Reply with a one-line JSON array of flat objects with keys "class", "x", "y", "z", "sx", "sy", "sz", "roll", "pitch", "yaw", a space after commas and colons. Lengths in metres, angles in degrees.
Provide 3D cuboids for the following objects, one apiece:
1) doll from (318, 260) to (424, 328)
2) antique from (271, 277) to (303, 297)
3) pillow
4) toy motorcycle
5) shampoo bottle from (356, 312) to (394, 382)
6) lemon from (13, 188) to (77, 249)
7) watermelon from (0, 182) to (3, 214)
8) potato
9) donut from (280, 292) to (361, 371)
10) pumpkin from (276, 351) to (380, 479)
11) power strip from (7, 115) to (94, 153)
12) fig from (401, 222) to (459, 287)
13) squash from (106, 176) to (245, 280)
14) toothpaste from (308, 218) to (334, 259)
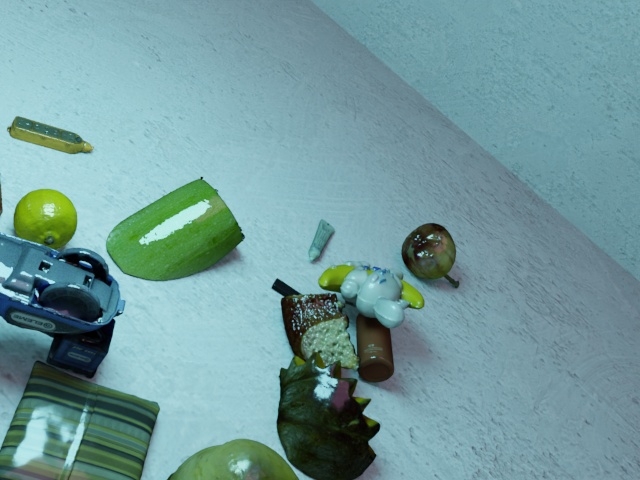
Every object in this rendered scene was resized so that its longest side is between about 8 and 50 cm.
[{"class": "doll", "x": 0.122, "y": 0.111, "z": 1.395, "sx": 0.237, "sy": 0.111, "sz": 0.252, "roll": 25, "pitch": 15, "yaw": 25}, {"class": "antique", "x": -0.027, "y": 0.149, "z": 1.422, "sx": 0.192, "sy": 0.015, "sz": 0.031, "roll": 34, "pitch": 32, "yaw": -6}, {"class": "pillow", "x": -0.351, "y": 0.295, "z": 0.906, "sx": 0.208, "sy": 0.052, "sz": 0.212, "roll": 28, "pitch": 35, "yaw": -21}, {"class": "toy motorcycle", "x": -0.474, "y": 0.079, "z": 0.926, "sx": 0.358, "sy": 0.212, "sz": 0.125, "roll": 26, "pitch": 32, "yaw": -24}, {"class": "shampoo bottle", "x": 0.123, "y": 0.212, "z": 1.429, "sx": 0.085, "sy": 0.085, "sz": 0.244, "roll": 27, "pitch": 32, "yaw": -16}, {"class": "lemon", "x": -0.498, "y": -0.036, "z": 1.122, "sx": 0.109, "sy": 0.109, "sz": 0.133, "roll": 6, "pitch": 36, "yaw": -39}, {"class": "watermelon", "x": -0.605, "y": -0.052, "z": 1.095, "sx": 0.094, "sy": 0.125, "sz": 0.135, "roll": 34, "pitch": 48, "yaw": -69}, {"class": "potato", "x": -0.108, "y": 0.402, "z": 0.863, "sx": 0.242, "sy": 0.242, "sz": 0.285, "roll": 11, "pitch": 44, "yaw": -35}, {"class": "donut", "x": -0.009, "y": 0.194, "z": 1.304, "sx": 0.126, "sy": 0.144, "sz": 0.186, "roll": 4, "pitch": 69, "yaw": -30}, {"class": "pumpkin", "x": 0.005, "y": 0.325, "z": 1.135, "sx": 0.254, "sy": 0.130, "sz": 0.149, "roll": 47, "pitch": 34, "yaw": 11}, {"class": "power strip", "x": -0.583, "y": -0.225, "z": 1.346, "sx": 0.178, "sy": 0.028, "sz": 0.049, "roll": 15, "pitch": 38, "yaw": -31}, {"class": "fig", "x": 0.341, "y": 0.060, "z": 1.770, "sx": 0.231, "sy": 0.143, "sz": 0.160, "roll": 40, "pitch": 63, "yaw": -8}, {"class": "squash", "x": -0.316, "y": -0.002, "z": 1.331, "sx": 0.260, "sy": 0.189, "sz": 0.189, "roll": -37, "pitch": 74, "yaw": -19}, {"class": "toothpaste", "x": 0.000, "y": 0.000, "z": 1.620, "sx": 0.048, "sy": 0.029, "sz": 0.197, "roll": 36, "pitch": 30, "yaw": -7}]
